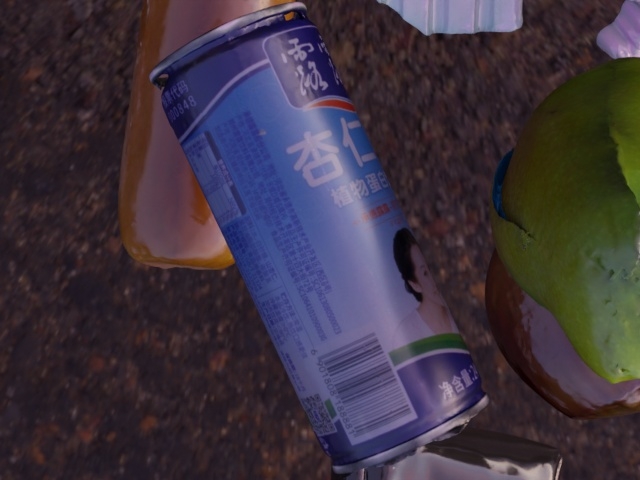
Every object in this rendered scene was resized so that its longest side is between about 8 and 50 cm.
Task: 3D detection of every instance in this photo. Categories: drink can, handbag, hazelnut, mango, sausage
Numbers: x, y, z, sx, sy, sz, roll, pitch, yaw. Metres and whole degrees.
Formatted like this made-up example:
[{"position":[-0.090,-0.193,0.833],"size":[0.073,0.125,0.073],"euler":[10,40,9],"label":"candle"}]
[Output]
[{"position":[0.000,0.000,0.732],"size":[0.097,0.097,0.235],"euler":[-26,88,10],"label":"drink can"},{"position":[0.139,0.340,1.626],"size":[0.285,0.113,0.257],"euler":[14,71,-20],"label":"handbag"},{"position":[0.237,0.044,1.192],"size":[0.208,0.208,0.208],"euler":[0,110,1],"label":"hazelnut"},{"position":[0.144,-0.013,0.693],"size":[0.111,0.233,0.125],"euler":[21,127,-4],"label":"mango"},{"position":[-0.075,-0.113,0.937],"size":[0.105,0.105,0.274],"euler":[9,97,-2],"label":"sausage"}]

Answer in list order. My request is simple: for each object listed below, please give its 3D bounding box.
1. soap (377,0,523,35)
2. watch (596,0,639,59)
[{"position":[0.108,-0.349,1.332],"size":[0.172,0.095,0.290],"euler":[-4,113,-5],"label":"soap"},{"position":[0.325,-0.273,1.331],"size":[0.244,0.231,0.196],"euler":[26,114,-40],"label":"watch"}]
